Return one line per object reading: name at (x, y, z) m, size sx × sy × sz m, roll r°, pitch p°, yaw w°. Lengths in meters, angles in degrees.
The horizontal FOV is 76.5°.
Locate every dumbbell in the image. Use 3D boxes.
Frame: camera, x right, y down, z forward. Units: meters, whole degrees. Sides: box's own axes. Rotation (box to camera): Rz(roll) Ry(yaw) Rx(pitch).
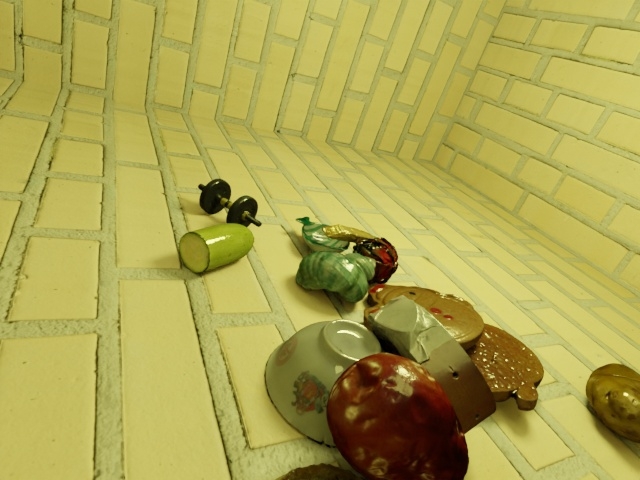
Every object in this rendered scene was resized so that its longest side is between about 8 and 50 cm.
dumbbell at (-0.348, -0.135, 1.537) m, size 0.326 × 0.143 × 0.143 m, roll 31°, pitch 28°, yaw 22°

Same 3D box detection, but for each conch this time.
conch at (0.065, 0.113, 1.333) m, size 0.277 × 0.195 × 0.220 m, roll -19°, pitch 11°, yaw -15°

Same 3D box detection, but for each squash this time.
squash at (-0.313, 0.012, 1.300) m, size 0.133 × 0.132 × 0.247 m, roll 32°, pitch 26°, yaw 23°

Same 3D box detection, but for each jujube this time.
jujube at (0.156, 0.359, 0.776) m, size 0.318 × 0.223 × 0.223 m, roll 50°, pitch 17°, yaw -22°

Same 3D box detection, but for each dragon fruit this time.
dragon fruit at (0.196, 0.071, 1.480) m, size 0.189 × 0.182 × 0.182 m, roll 3°, pitch 31°, yaw -27°

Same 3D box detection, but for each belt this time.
belt at (0.249, 0.290, 0.970) m, size 0.122 × 0.217 × 0.338 m, roll -28°, pitch 54°, yaw -13°

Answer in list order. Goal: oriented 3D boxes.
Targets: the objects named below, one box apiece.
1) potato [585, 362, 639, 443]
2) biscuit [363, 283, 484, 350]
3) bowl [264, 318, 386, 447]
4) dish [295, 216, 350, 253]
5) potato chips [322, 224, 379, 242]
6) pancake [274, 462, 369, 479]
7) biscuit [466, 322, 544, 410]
potato at (0.928, 0.480, 1.235) m, size 0.196 × 0.176 × 0.369 m, roll -12°, pitch -2°, yaw 33°
biscuit at (0.305, 0.230, 1.275) m, size 0.381 × 0.074 × 0.359 m, roll 25°, pitch 28°, yaw 38°
bowl at (0.052, 0.293, 0.971) m, size 0.346 × 0.157 × 0.345 m, roll 16°, pitch 26°, yaw -8°
dish at (0.000, 0.000, 1.588) m, size 0.246 × 0.078 × 0.224 m, roll 36°, pitch 30°, yaw 29°
potato chips at (0.170, 0.003, 1.578) m, size 0.407 × 0.080 × 0.057 m, roll 19°, pitch 45°, yaw -44°
pancake at (0.041, 0.517, 0.637) m, size 0.356 × 0.065 × 0.356 m, roll 16°, pitch 27°, yaw -9°
biscuit at (0.485, 0.368, 1.206) m, size 0.395 × 0.070 × 0.350 m, roll 3°, pitch 26°, yaw -25°
